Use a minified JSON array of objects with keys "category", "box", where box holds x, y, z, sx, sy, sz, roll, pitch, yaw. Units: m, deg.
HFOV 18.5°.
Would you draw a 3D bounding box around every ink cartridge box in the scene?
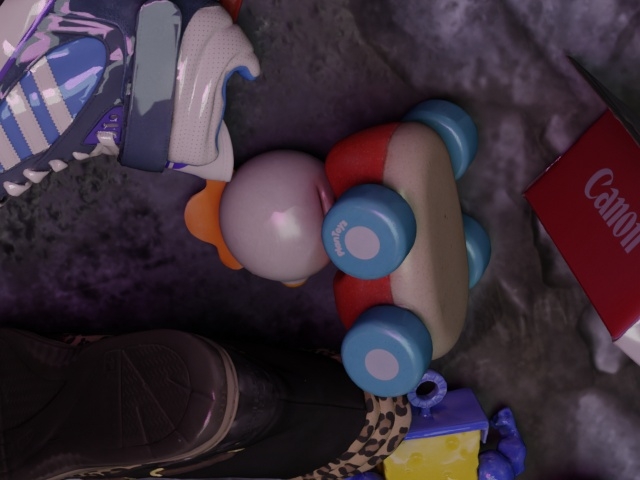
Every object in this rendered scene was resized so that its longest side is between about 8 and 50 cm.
[{"category":"ink cartridge box","box":[0.289,0.013,1.638,0.272,0.309,0.130,40,102,-21]}]

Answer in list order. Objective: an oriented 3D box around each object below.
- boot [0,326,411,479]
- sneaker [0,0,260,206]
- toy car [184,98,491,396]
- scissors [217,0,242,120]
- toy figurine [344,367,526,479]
[{"category":"boot","box":[-0.135,0.146,1.694,0.284,0.377,0.138,10,74,-47]},{"category":"sneaker","box":[-0.193,-0.079,1.610,0.236,0.130,0.323,33,100,-11]},{"category":"toy car","box":[0.000,0.000,1.679,0.238,0.219,0.210,2,117,22]},{"category":"scissors","box":[-0.099,-0.179,1.656,0.109,0.021,0.297,12,112,-15]},{"category":"toy figurine","box":[0.131,0.220,1.777,0.362,0.191,0.217,-7,109,-7]}]
